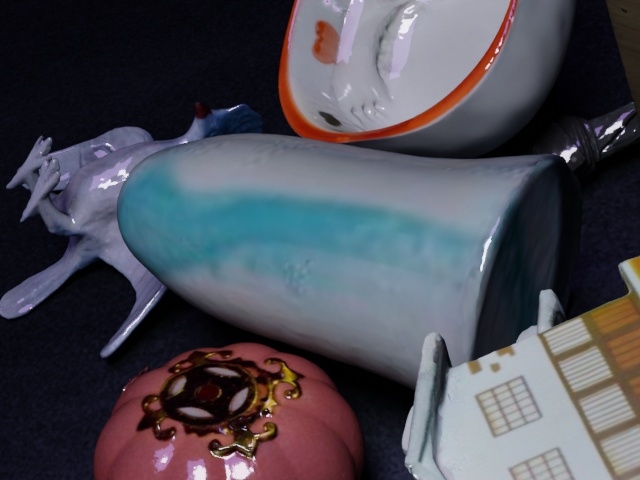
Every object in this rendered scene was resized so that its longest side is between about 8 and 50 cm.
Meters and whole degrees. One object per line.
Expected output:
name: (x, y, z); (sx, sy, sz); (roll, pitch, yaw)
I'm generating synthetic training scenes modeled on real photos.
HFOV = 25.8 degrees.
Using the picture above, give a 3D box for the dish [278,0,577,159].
dish: (0.094, -0.160, 1.056); (0.256, 0.117, 0.256); (-25, 52, 37)

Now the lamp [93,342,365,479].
lamp: (-0.059, 0.153, 0.934); (0.182, 0.140, 0.182); (-4, 36, 3)

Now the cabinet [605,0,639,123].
cabinet: (0.313, -0.152, 0.969); (0.148, 0.215, 0.175); (28, 68, 39)

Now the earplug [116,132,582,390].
earplug: (0.000, 0.000, 0.980); (0.324, 0.185, 0.185); (15, 59, 28)

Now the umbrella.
umbrella: (0.139, -0.050, 1.064); (0.236, 0.059, 0.066); (-25, 70, 4)

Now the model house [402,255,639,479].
model house: (0.173, 0.142, 0.775); (0.215, 0.224, 0.198); (-25, 47, 1)

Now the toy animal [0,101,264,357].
toy animal: (-0.166, -0.024, 1.163); (0.255, 0.176, 0.239); (-54, 39, 22)
